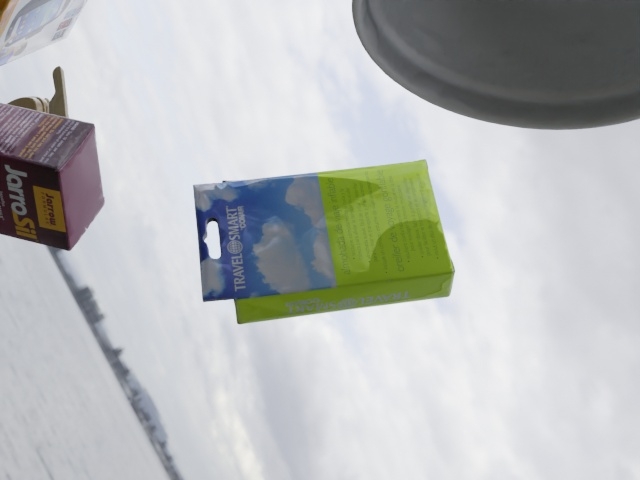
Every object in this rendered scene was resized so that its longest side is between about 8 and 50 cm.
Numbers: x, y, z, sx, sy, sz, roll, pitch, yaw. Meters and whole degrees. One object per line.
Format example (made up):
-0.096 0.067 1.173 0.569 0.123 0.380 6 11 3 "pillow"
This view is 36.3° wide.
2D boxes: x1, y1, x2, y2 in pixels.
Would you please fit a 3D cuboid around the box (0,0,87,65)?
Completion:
-0.200 -0.168 0.691 0.028 0.136 0.081 42 -57 1 "box"

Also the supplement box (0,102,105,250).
-0.315 -0.070 0.950 0.188 0.081 0.104 13 -48 9 "supplement box"

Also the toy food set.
-0.356 -0.110 1.132 0.038 0.192 0.132 45 20 -42 "toy food set"

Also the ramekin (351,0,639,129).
0.128 -0.160 0.553 0.207 0.207 0.109 104 -2 -69 "ramekin"

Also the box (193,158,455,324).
0.000 0.000 0.721 0.042 0.178 0.109 90 -8 -56 "box"
